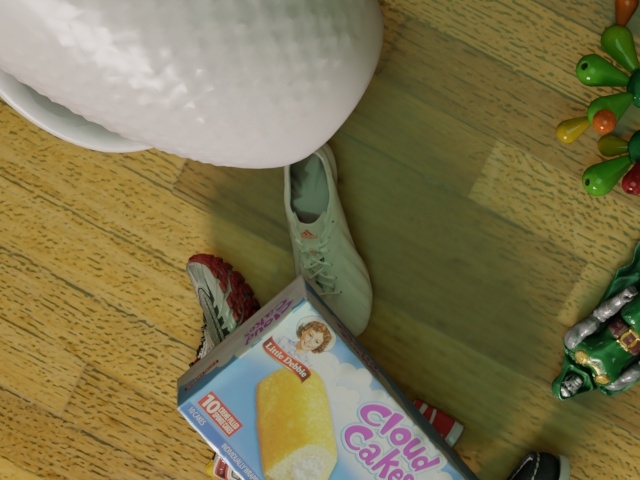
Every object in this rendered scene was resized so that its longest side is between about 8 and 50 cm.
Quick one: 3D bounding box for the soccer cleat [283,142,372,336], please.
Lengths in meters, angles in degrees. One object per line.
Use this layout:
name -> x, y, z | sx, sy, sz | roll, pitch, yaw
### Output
soccer cleat -> 0.000, 0.000, 1.741 | 0.068, 0.076, 0.196 | -12, 98, 10

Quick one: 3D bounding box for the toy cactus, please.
toy cactus -> 0.314, -0.130, 1.672 | 0.180, 0.112, 0.219 | 20, 92, -6

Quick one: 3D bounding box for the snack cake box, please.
snack cake box -> 0.012, 0.182, 1.699 | 0.152, 0.089, 0.264 | -40, 103, 6

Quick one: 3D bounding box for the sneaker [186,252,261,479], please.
sneaker -> -0.093, 0.123, 1.770 | 0.093, 0.088, 0.225 | -11, 97, 11

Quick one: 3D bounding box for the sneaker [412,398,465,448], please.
sneaker -> 0.075, 0.203, 1.782 | 0.067, 0.042, 0.118 | 36, 95, -3

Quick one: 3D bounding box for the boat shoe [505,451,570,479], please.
boat shoe -> 0.128, 0.314, 1.757 | 0.091, 0.114, 0.302 | 28, 101, -3

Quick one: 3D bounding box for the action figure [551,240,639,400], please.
action figure -> 0.299, 0.068, 1.722 | 0.232, 0.063, 0.137 | -43, 95, 16

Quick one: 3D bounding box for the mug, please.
mug -> -0.151, -0.196, 1.641 | 0.328, 0.276, 0.374 | 32, 138, -26
